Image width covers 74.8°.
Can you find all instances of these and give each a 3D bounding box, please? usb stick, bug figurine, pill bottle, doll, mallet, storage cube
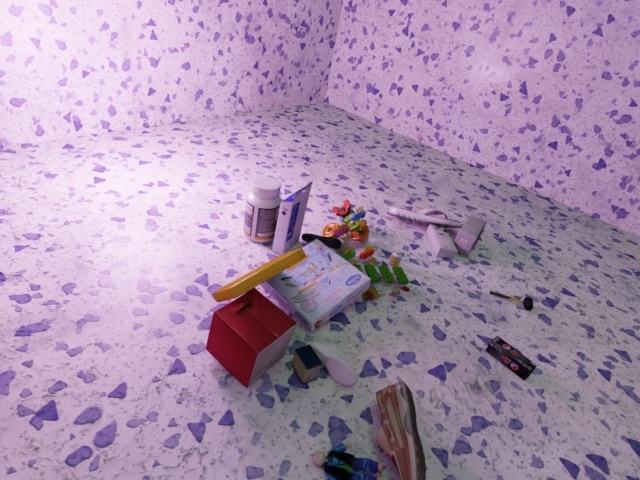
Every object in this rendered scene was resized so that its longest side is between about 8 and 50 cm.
[{"bbox_3d":[0.000,0.000,1.898,0.077,0.045,0.278,7,3,-29],"label":"usb stick"},{"bbox_3d":[0.159,-0.010,1.913,0.216,0.279,0.072,-24,18,-33],"label":"bug figurine"},{"bbox_3d":[-0.264,-0.142,1.918,0.162,0.278,0.162,9,33,-6],"label":"pill bottle"},{"bbox_3d":[0.356,0.081,1.967,0.043,0.083,0.043,9,33,-6],"label":"pill bottle"},{"bbox_3d":[0.071,0.602,1.122,0.189,0.046,0.129,10,42,7],"label":"doll"},{"bbox_3d":[0.878,0.261,1.922,0.189,0.039,0.062,21,35,20],"label":"mallet"},{"bbox_3d":[-0.221,0.305,1.329,0.193,0.215,0.183,36,38,21],"label":"storage cube"}]

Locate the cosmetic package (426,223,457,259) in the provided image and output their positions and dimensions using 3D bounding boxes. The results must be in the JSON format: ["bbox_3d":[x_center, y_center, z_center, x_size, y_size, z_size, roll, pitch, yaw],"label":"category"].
[{"bbox_3d":[0.637,0.001,2.205,0.099,0.060,0.239,8,33,-6],"label":"cosmetic package"}]

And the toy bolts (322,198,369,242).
[{"bbox_3d":[0.129,-0.066,2.116,0.218,0.158,0.228,-26,43,15],"label":"toy bolts"}]

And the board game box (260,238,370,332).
[{"bbox_3d":[-0.024,0.164,1.668,0.318,0.066,0.318,-32,52,-29],"label":"board game box"}]

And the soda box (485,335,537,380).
[{"bbox_3d":[0.713,0.439,1.570,0.053,0.060,0.169,-19,45,-37],"label":"soda box"}]

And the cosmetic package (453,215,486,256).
[{"bbox_3d":[0.798,-0.028,2.244,0.107,0.127,0.238,29,38,24],"label":"cosmetic package"}]

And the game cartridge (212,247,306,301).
[{"bbox_3d":[-0.220,0.127,1.469,0.285,0.323,0.053,-29,94,-25],"label":"game cartridge"}]

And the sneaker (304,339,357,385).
[{"bbox_3d":[0.050,0.396,1.407,0.212,0.080,0.094,31,26,28],"label":"sneaker"}]

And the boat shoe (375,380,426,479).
[{"bbox_3d":[0.220,0.566,1.186,0.116,0.123,0.324,-17,40,15],"label":"boat shoe"}]

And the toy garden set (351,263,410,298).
[{"bbox_3d":[0.265,0.187,1.816,0.244,0.049,0.204,4,32,-14],"label":"toy garden set"}]

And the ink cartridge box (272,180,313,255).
[{"bbox_3d":[-0.127,-0.106,1.860,0.065,0.333,0.165,26,34,15],"label":"ink cartridge box"}]

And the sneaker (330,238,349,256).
[{"bbox_3d":[0.037,0.064,1.906,0.086,0.085,0.237,-1,23,46],"label":"sneaker"}]

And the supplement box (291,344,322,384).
[{"bbox_3d":[-0.045,0.400,1.352,0.056,0.083,0.083,-10,39,-31],"label":"supplement box"}]

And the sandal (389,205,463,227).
[{"bbox_3d":[0.593,-0.148,2.320,0.416,0.102,0.169,12,1,1],"label":"sandal"}]
